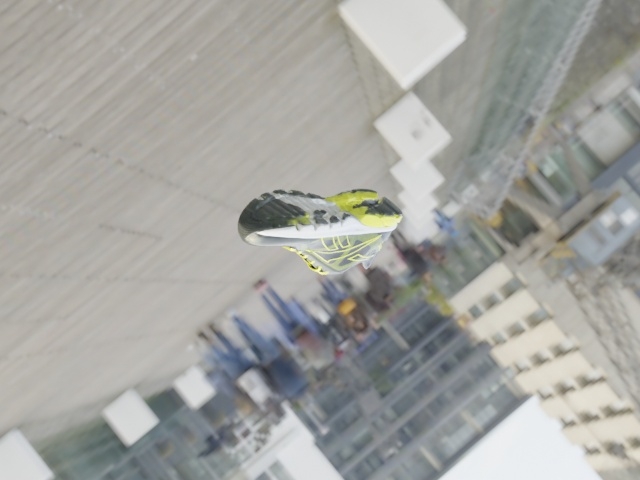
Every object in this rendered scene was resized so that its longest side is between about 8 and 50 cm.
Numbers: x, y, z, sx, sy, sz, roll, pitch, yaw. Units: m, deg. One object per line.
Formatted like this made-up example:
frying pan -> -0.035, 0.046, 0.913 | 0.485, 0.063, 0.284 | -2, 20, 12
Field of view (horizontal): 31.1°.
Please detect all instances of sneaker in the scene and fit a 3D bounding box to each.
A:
sneaker -> 0.000, 0.000, 0.486 | 0.083, 0.031, 0.035 | -3, 122, -38
